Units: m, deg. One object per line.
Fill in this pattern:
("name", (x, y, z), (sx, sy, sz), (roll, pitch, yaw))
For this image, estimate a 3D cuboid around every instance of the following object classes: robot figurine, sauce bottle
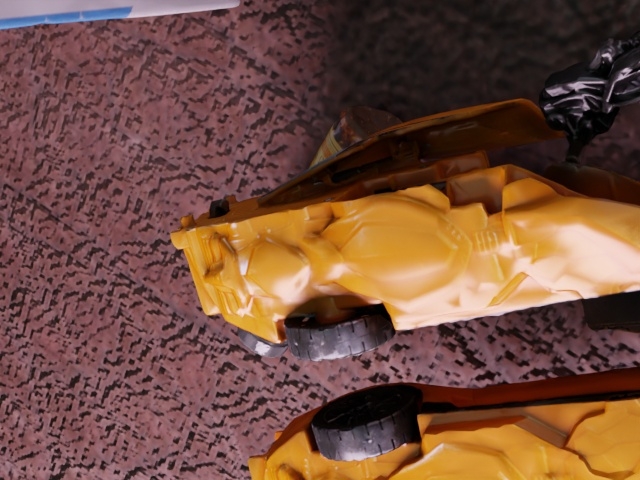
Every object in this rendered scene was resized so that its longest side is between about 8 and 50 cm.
("robot figurine", (0.097, 0.030, 0.462), (0.291, 0.085, 0.211), (-10, 102, 24))
("sauce bottle", (0.000, 0.000, 0.562), (0.042, 0.042, 0.128), (39, 120, 18))

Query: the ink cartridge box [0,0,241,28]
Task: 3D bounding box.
("ink cartridge box", (-0.179, -0.181, 0.549), (0.233, 0.171, 0.168), (7, 106, 31))
